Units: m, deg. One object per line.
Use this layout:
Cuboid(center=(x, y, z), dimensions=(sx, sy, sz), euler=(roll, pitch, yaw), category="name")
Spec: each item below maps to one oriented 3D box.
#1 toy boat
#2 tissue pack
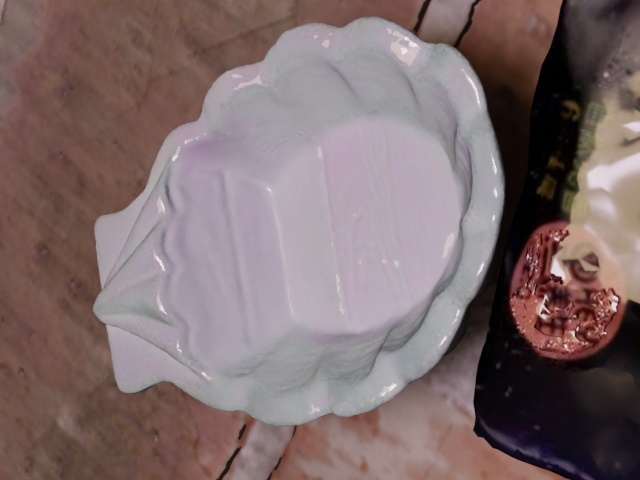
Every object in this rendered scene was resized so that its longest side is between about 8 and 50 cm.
Cuboid(center=(0.000, 0.000, 0.953), dimensions=(0.290, 0.100, 0.199), euler=(-18, 73, 39), category="toy boat")
Cuboid(center=(0.228, 0.023, 0.768), dimensions=(0.332, 0.123, 0.245), euler=(21, 107, 36), category="tissue pack")
